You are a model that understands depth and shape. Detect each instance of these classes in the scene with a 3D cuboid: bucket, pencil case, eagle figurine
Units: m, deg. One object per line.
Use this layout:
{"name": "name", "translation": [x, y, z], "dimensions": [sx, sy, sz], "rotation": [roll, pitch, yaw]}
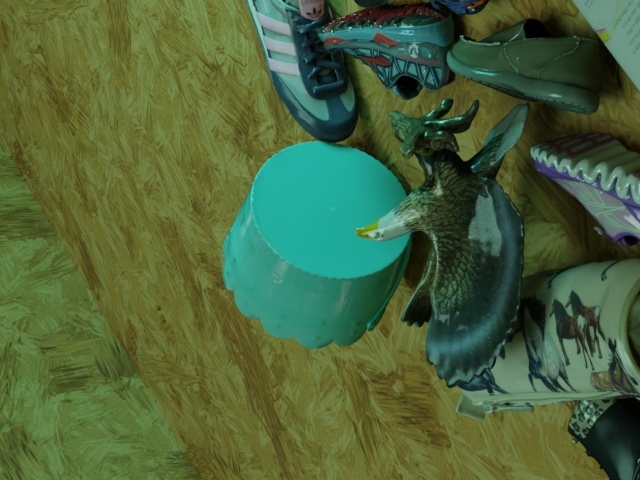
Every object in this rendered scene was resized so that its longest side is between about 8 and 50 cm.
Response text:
{"name": "bucket", "translation": [0.000, 0.000, 1.857], "dimensions": [0.281, 0.281, 0.183], "rotation": [57, 152, 22]}
{"name": "pencil case", "translation": [0.304, 0.121, 1.459], "dimensions": [0.410, 0.160, 0.183], "rotation": [163, 118, -65]}
{"name": "eagle figurine", "translation": [0.154, -0.011, 1.495], "dimensions": [0.225, 0.226, 0.298], "rotation": [-4, 115, 44]}

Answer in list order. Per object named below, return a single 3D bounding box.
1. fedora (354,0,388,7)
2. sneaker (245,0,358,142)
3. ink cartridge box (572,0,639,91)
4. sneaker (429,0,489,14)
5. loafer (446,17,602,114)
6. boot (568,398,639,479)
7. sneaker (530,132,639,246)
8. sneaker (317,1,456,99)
{"name": "fedora", "translation": [0.157, -0.372, 1.297], "dimensions": [0.334, 0.152, 0.334], "rotation": [-48, 33, 44]}
{"name": "sneaker", "translation": [-0.024, -0.299, 1.833], "dimensions": [0.319, 0.112, 0.131], "rotation": [65, 158, 3]}
{"name": "ink cartridge box", "translation": [0.330, -0.246, 1.199], "dimensions": [0.212, 0.093, 0.154], "rotation": [60, 155, 19]}
{"name": "sneaker", "translation": [0.185, -0.307, 1.473], "dimensions": [0.221, 0.083, 0.087], "rotation": [32, 151, 59]}
{"name": "loafer", "translation": [0.240, -0.207, 1.440], "dimensions": [0.251, 0.094, 0.087], "rotation": [29, 101, 55]}
{"name": "boot", "translation": [0.381, 0.302, 1.561], "dimensions": [0.178, 0.085, 0.236], "rotation": [49, 145, 39]}
{"name": "sneaker", "translation": [0.319, -0.049, 1.374], "dimensions": [0.236, 0.095, 0.104], "rotation": [30, 134, 52]}
{"name": "sneaker", "translation": [0.086, -0.244, 1.673], "dimensions": [0.262, 0.104, 0.125], "rotation": [17, 127, 59]}
